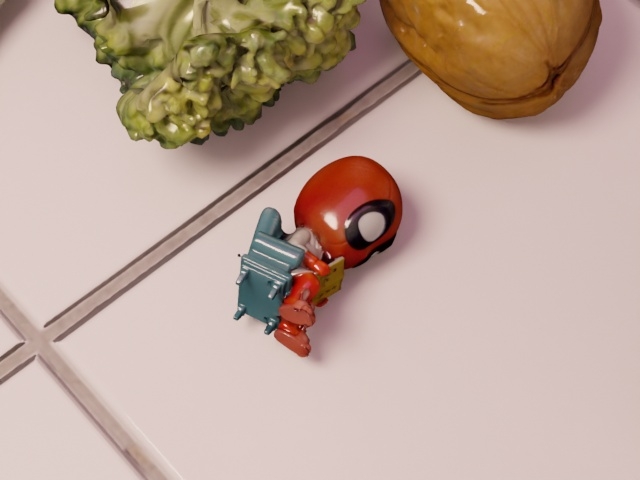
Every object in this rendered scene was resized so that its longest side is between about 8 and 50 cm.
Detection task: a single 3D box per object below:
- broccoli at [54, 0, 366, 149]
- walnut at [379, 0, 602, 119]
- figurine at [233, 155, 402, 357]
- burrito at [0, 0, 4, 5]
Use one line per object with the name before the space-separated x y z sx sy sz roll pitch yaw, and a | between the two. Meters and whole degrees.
broccoli | -0.081 -0.198 0.830 0.247 0.243 0.263 32 69 1
walnut | 0.110 -0.171 0.880 0.144 0.144 0.180 -20 52 -12
figurine | 0.000 0.000 0.825 0.075 0.068 0.140 27 57 17
burrito | -0.290 -0.153 0.899 0.117 0.076 0.392 25 64 6
